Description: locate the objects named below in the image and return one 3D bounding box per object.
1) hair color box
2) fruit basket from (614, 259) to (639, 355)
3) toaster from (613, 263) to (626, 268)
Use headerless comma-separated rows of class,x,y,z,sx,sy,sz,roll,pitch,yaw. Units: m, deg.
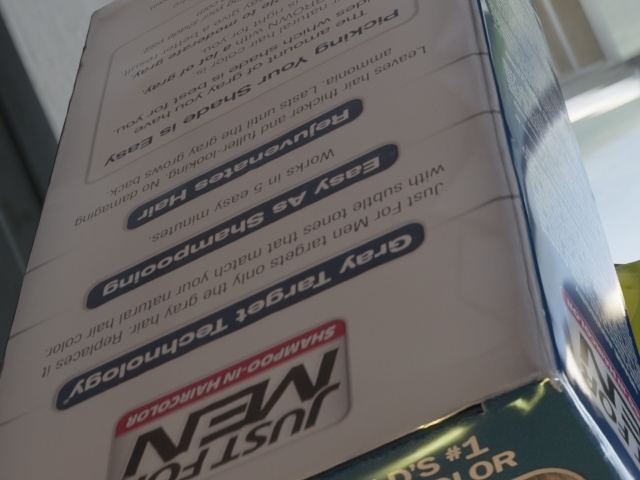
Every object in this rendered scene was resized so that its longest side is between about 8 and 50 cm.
hair color box,0.000,0.000,0.515,0.174,0.105,0.347,-25,-149,16
fruit basket,0.252,0.088,0.816,0.283,0.392,0.392,-55,165,23
toaster,0.213,0.106,1.158,0.186,0.168,0.110,2,-125,44
